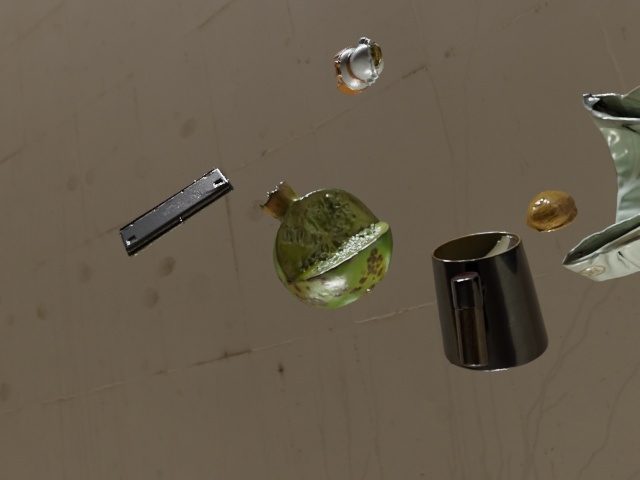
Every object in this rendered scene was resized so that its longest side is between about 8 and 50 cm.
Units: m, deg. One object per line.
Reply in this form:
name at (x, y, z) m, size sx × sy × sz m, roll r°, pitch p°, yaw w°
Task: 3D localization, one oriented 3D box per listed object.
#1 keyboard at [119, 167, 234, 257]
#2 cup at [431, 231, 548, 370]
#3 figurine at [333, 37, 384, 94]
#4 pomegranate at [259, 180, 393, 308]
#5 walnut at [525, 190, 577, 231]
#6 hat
keyboard at (-0.271, -0.054, 1.033) m, size 0.230 × 0.025 × 0.094 m, roll -34°, pitch -136°, yaw -7°
cup at (0.266, 0.098, 0.847) m, size 0.165 × 0.239 × 0.177 m, roll -13°, pitch -77°, yaw 3°
figurine at (0.111, -0.518, 1.633) m, size 0.143 × 0.271 × 0.144 m, roll 0°, pitch -86°, yaw -7°
pomegranate at (0.004, 0.008, 0.670) m, size 0.169 × 0.122 × 0.143 m, roll 29°, pitch -113°, yaw 26°
walnut at (0.444, -0.066, 1.061) m, size 0.091 × 0.121 × 0.052 m, roll 5°, pitch -55°, yaw 37°
hat at (0.447, -0.081, 0.684) m, size 0.301 × 0.167 × 0.258 m, roll 150°, pitch -45°, yaw -69°
